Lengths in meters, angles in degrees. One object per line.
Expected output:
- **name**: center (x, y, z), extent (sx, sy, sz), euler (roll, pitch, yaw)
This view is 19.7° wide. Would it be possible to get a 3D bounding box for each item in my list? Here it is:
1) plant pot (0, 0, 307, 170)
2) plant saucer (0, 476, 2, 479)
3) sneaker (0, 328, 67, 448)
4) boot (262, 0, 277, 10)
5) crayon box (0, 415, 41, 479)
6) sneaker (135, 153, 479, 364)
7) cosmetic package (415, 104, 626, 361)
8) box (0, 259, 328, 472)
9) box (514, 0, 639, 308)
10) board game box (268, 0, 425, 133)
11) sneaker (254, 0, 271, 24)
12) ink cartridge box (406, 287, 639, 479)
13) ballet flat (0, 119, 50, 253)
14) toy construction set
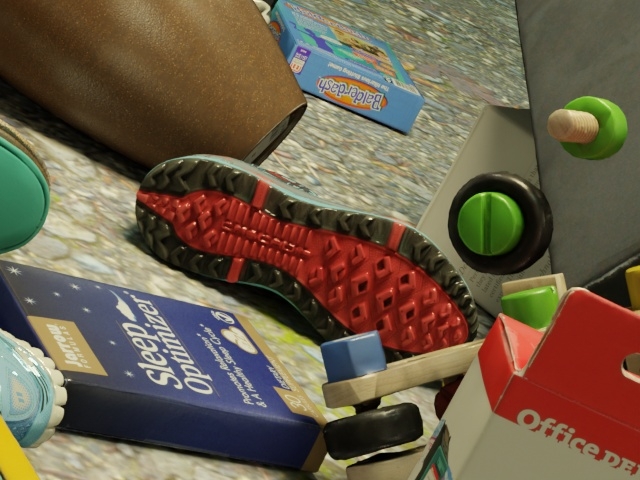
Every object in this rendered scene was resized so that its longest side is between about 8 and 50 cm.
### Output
- **plant pot**: center (-0.127, -0.150, 1.460), extent (0.230, 0.215, 0.215), euler (43, 18, 4)
- **plant saucer**: center (-0.158, 0.142, 0.831), extent (0.067, 0.018, 0.192), euler (21, 19, -20)
- **sneaker**: center (-0.205, 0.048, 0.941), extent (0.162, 0.063, 0.073), euler (33, 11, 18)
- **boot**: center (-0.120, -0.300, 1.878), extent (0.207, 0.094, 0.246), euler (34, -18, -24)
- **crayon box**: center (-0.245, 0.115, 0.664), extent (0.323, 0.083, 0.203), euler (13, 22, -38)
- **sneaker**: center (0.000, 0.000, 1.341), extent (0.262, 0.104, 0.125), euler (28, 15, 0)
- **cosmetic package**: center (0.209, -0.005, 1.585), extent (0.183, 0.151, 0.151), euler (38, 20, 31)
- **box**: center (-0.112, 0.071, 1.079), extent (0.225, 0.036, 0.136), euler (13, 22, -35)
- **box**: center (0.415, -0.075, 1.437), extent (0.472, 0.297, 0.480), euler (37, 34, -30)
- **board game box**: center (0.018, -0.200, 2.048), extent (0.160, 0.047, 0.210), euler (21, 18, -17)
- **sneaker**: center (-0.155, -0.226, 1.783), extent (0.258, 0.091, 0.094), euler (8, 26, -48)
- **ink cartridge box**: center (0.119, 0.132, 0.910), extent (0.134, 0.231, 0.078), euler (25, 17, -10)
- **ballet flat**: center (-0.300, -0.057, 1.060), extent (0.316, 0.108, 0.106), euler (11, 16, -46)
- **toy construction set**: center (0.176, 0.113, 1.092), extent (0.309, 0.257, 0.237), euler (56, 23, 14)
